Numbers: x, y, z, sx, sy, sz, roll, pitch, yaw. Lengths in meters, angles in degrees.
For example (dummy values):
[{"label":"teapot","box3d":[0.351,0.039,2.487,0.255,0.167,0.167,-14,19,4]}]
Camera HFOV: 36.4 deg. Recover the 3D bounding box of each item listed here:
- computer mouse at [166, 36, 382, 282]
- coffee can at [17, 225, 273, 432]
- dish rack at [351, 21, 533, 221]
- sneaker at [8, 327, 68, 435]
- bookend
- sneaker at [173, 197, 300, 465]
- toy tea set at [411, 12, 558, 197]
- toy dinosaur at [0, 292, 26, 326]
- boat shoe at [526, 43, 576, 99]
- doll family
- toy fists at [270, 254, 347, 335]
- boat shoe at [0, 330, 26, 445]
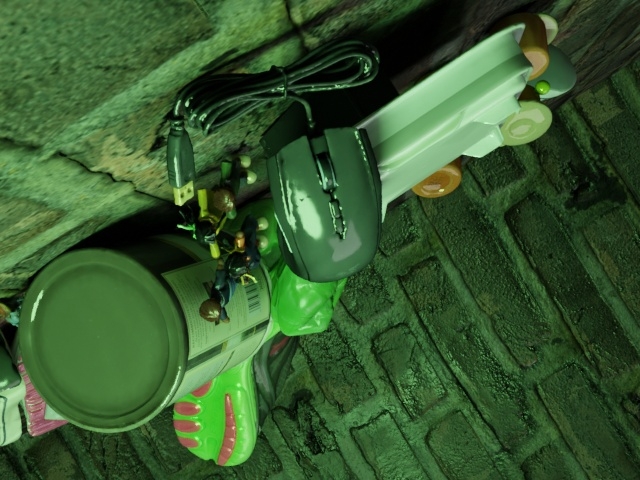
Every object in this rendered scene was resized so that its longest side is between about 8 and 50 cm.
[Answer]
[{"label":"computer mouse","box3d":[-0.029,-0.035,0.818,0.184,0.060,0.262,-14,135,-12]},{"label":"coffee can","box3d":[-0.195,0.093,1.166,0.201,0.202,0.275,-33,175,19]},{"label":"dish rack","box3d":[0.098,-0.093,1.020,0.285,0.072,0.333,-33,174,4]},{"label":"sneaker","box3d":[-0.391,0.163,1.339,0.103,0.111,0.252,-20,149,-31]},{"label":"bookend","box3d":[0.041,-0.137,1.043,0.156,0.072,0.157,-29,175,-37]},{"label":"sneaker","box3d":[-0.121,0.129,1.541,0.202,0.185,0.483,-58,169,-60]},{"label":"toy tea set","box3d":[0.191,-0.193,1.332,0.336,0.124,0.200,-32,138,30]},{"label":"toy dinosaur","box3d":[-0.355,0.078,1.122,0.090,0.047,0.082,21,154,-37]},{"label":"boat shoe","box3d":[0.302,-0.250,1.542,0.258,0.095,0.084,-14,170,-38]},{"label":"doll family","box3d":[-0.102,0.003,1.053,0.076,0.193,0.111,-9,-154,13]},{"label":"toy fists","box3d":[0.000,0.000,1.250,0.279,0.096,0.142,-79,-170,-45]},{"label":"boat shoe","box3d":[-0.482,0.216,1.265,0.158,0.127,0.340,-22,164,-26]}]
